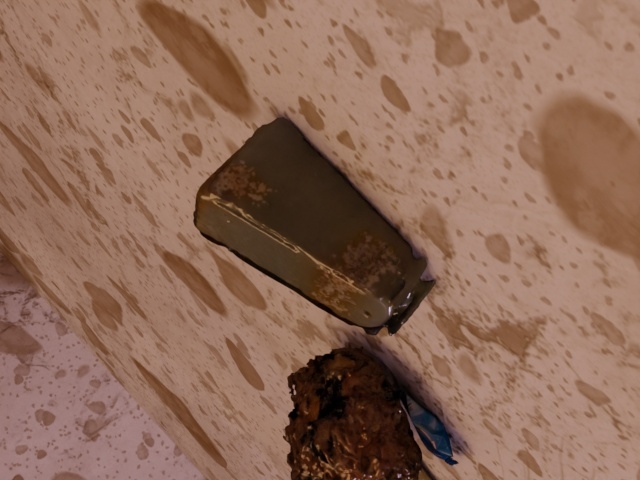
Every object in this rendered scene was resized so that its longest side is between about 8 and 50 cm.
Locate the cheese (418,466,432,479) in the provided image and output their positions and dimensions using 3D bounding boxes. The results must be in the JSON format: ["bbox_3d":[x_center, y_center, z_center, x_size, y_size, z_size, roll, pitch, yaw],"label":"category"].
[{"bbox_3d":[0.127,0.453,1.999,0.384,0.104,0.384,42,159,20],"label":"cheese"}]

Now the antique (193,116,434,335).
[{"bbox_3d":[0.000,0.000,1.415,0.284,0.150,0.125,38,158,8],"label":"antique"}]

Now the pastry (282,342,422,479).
[{"bbox_3d":[0.031,0.285,1.727,0.275,0.193,0.275,61,171,17],"label":"pastry"}]

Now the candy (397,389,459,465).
[{"bbox_3d":[0.155,0.270,1.708,0.136,0.038,0.088,54,175,10],"label":"candy"}]
